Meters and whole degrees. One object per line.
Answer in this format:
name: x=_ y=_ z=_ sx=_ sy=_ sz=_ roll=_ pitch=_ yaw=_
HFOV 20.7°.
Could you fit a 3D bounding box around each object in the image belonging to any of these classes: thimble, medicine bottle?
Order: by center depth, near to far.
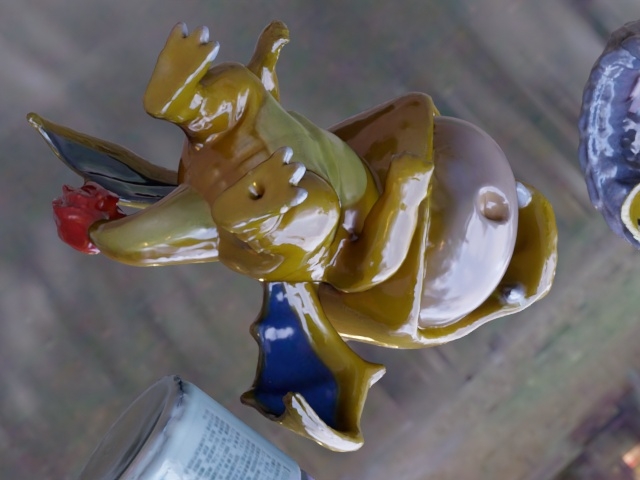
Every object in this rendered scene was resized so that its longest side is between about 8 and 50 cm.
medicine bottle: x=-0.068 y=0.188 z=1.159 sx=0.135 sy=0.168 sz=0.135 roll=-47 pitch=-164 yaw=18
thimble: x=0.368 y=-0.111 z=1.728 sx=0.172 sy=0.236 sz=0.205 roll=-24 pitch=-167 yaw=-35

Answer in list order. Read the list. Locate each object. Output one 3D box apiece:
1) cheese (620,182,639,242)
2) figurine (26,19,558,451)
cheese: x=0.276 y=-0.005 z=1.059 sx=0.156 sy=0.064 sz=0.250 roll=-13 pitch=152 yaw=34
figurine: x=-0.017 y=-0.027 z=1.453 sx=0.387 sy=0.401 sz=0.268 roll=21 pitch=101 yaw=-55
